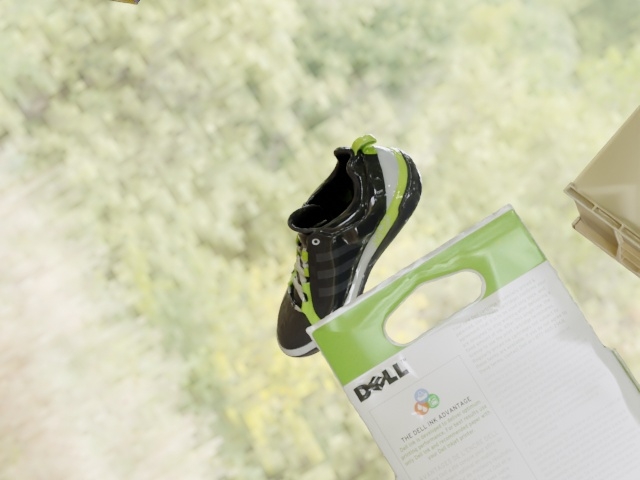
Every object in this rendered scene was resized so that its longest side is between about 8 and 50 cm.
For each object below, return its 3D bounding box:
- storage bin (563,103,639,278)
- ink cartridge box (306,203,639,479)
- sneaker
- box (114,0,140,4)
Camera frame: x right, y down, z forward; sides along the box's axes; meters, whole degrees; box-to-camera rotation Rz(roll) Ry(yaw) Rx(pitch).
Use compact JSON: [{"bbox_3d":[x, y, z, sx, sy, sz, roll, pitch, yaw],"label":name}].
[{"bbox_3d":[0.433,-0.058,2.050,0.260,0.262,0.123,39,-6,24],"label":"storage bin"},{"bbox_3d":[0.137,0.131,1.479,0.255,0.189,0.097,58,2,16],"label":"ink cartridge box"},{"bbox_3d":[0.000,0.000,1.828,0.097,0.234,0.084,14,25,-35],"label":"sneaker"},{"bbox_3d":[-0.228,-0.403,1.711,0.279,0.290,0.177,34,-9,-35],"label":"box"}]
